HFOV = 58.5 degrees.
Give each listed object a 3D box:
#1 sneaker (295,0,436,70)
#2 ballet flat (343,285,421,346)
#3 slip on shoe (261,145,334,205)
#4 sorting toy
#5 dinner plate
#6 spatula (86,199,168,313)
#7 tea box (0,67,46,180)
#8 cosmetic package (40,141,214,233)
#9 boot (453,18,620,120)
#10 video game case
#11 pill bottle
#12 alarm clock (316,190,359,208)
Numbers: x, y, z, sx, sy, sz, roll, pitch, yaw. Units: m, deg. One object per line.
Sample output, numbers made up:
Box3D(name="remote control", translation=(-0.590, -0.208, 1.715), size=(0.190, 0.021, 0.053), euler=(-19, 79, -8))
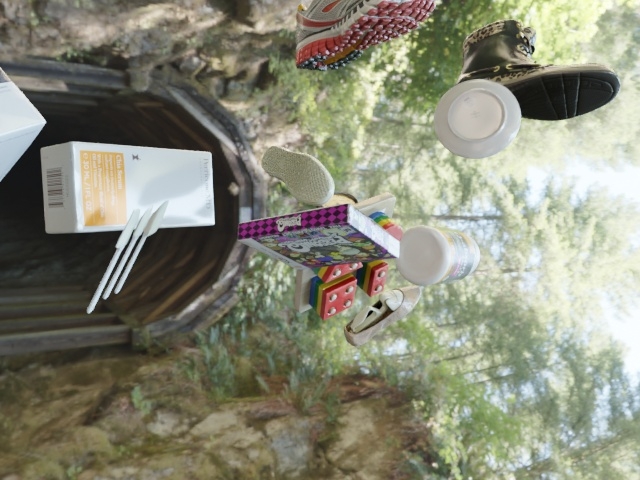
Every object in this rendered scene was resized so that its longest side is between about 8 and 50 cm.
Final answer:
Box3D(name="sneaker", translation=(0.040, -0.274, 0.664), size=(0.225, 0.088, 0.093), euler=(-8, -89, 48))
Box3D(name="ballet flat", translation=(0.210, 0.246, 1.973), size=(0.106, 0.316, 0.107), euler=(52, -4, -39))
Box3D(name="slip on shoe", translation=(-0.053, -0.184, 1.623), size=(0.331, 0.101, 0.123), euler=(36, -81, 50))
Box3D(name="sorting toy", translation=(0.074, 0.047, 1.327), size=(0.089, 0.257, 0.256), euler=(43, -39, 36))
Box3D(name="dinner plate", translation=(0.258, -0.204, 0.946), size=(0.017, 0.141, 0.141), euler=(42, 33, -70))
Box3D(name="spatula", translation=(-0.389, 0.029, 1.160), size=(0.242, 0.019, 0.168), euler=(-61, -178, 14))
Box3D(name="tea box", translation=(-0.635, -0.185, 0.754), size=(0.220, 0.329, 0.324), euler=(-33, -81, 30))
Box3D(name="cosmetic package", translation=(-0.522, -0.143, 1.606), size=(0.161, 0.453, 0.230), euler=(0, -86, 37))
Box3D(name="boot", translation=(0.501, -0.417, 1.377), size=(0.377, 0.138, 0.284), euler=(-6, -131, 27))
Box3D(name="video game case", translation=(0.000, 0.000, 1.061), size=(0.231, 0.210, 0.042), euler=(-8, -112, 29))
Box3D(name="pill bottle", translation=(0.336, 0.041, 1.599), size=(0.162, 0.278, 0.162), euler=(0, -91, 36))
Box3D(name="alarm clock", translation=(0.052, -0.089, 1.754), size=(0.192, 0.129, 0.064), euler=(-89, -175, -59))
